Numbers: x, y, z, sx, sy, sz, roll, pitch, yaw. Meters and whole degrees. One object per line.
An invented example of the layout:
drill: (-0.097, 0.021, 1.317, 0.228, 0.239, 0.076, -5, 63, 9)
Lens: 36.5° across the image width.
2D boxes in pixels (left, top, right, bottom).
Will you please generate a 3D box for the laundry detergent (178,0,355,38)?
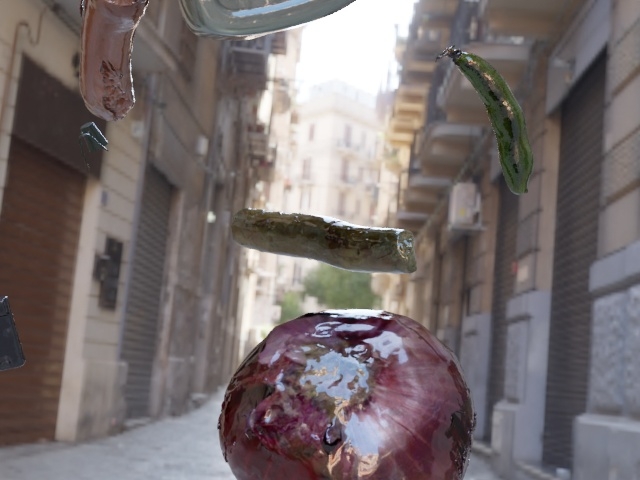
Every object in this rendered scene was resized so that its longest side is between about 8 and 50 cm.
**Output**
laundry detergent: (-0.077, -0.351, 1.379, 0.263, 0.125, 0.398, -16, 10, -8)

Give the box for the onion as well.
onion: (0.026, 0.186, 0.951, 0.252, 0.252, 0.219, 5, -36, 0)

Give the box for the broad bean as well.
broad bean: (0.237, -0.169, 1.316, 0.069, 0.227, 0.039, -31, 7, 9)

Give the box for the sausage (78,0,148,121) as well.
sausage: (-0.245, -0.219, 1.130, 0.078, 0.078, 0.304, 7, -26, -13)

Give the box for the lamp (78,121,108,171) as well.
lamp: (-0.342, -0.150, 1.447, 0.041, 0.054, 0.121, -27, 24, -3)

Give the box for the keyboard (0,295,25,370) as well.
keyboard: (-0.523, 0.138, 1.174, 0.309, 0.101, 0.018, -12, 19, -5)

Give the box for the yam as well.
yam: (0.000, 0.000, 1.413, 0.317, 0.067, 0.071, 9, -50, 34)
